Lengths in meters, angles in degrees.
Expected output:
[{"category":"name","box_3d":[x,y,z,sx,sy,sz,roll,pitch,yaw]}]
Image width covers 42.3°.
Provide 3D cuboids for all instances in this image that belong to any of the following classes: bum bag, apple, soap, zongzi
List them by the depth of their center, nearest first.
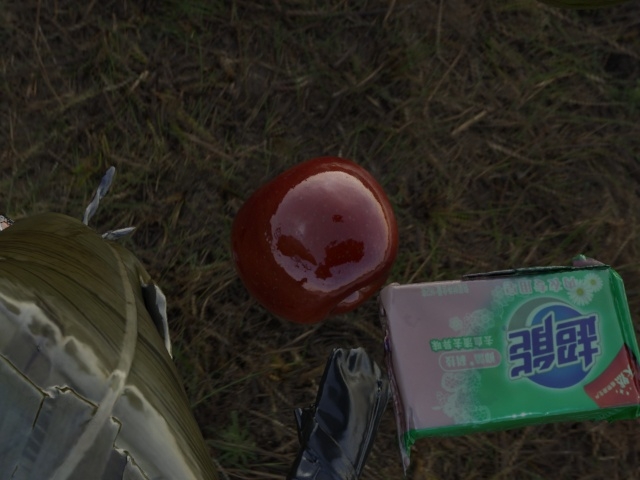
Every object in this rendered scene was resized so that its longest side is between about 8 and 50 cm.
[{"category":"zongzi","box_3d":[-0.190,0.182,0.824,0.218,0.500,0.467,-39,99,6]},{"category":"soap","box_3d":[0.196,0.126,0.889,0.273,0.098,0.218,-4,74,-10]},{"category":"bum bag","box_3d":[0.017,0.244,0.949,0.123,0.060,0.248,37,55,-33]},{"category":"apple","box_3d":[0.000,0.000,1.258,0.260,0.260,0.217,-25,72,-20]}]

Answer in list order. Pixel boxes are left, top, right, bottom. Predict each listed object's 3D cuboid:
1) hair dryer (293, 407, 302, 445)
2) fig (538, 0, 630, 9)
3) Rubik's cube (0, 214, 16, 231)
[{"category":"hair dryer","box_3d":[-0.006,0.323,1.416,0.083,0.031,0.079,1,61,-41]},{"category":"fig","box_3d":[0.219,-0.226,0.607,0.186,0.148,0.142,35,60,10]},{"category":"Rubik's cube","box_3d":[-0.649,0.139,1.653,0.250,0.246,0.248,36,41,-4]}]
